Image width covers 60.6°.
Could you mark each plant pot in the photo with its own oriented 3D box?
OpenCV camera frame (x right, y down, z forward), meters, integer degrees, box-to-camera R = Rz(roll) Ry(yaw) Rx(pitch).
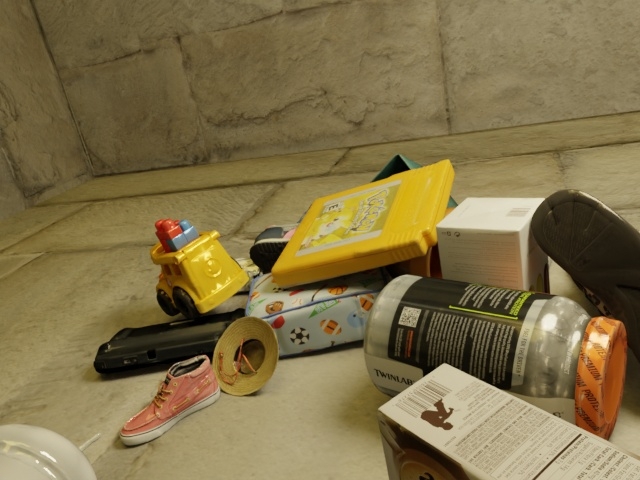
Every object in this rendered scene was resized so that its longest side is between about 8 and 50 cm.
[{"bbox_3d":[0.232,0.035,1.099,0.205,0.205,0.188,-22,14,-27],"label":"plant pot"},{"bbox_3d":[0.236,-0.075,1.322,0.234,0.165,0.166,6,44,-50],"label":"plant pot"}]

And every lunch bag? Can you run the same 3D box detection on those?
[{"bbox_3d":[0.005,0.119,1.108,0.303,0.115,0.243,-11,18,3],"label":"lunch bag"}]

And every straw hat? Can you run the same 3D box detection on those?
[{"bbox_3d":[-0.120,0.211,0.988,0.144,0.144,0.061,1,-16,30],"label":"straw hat"}]

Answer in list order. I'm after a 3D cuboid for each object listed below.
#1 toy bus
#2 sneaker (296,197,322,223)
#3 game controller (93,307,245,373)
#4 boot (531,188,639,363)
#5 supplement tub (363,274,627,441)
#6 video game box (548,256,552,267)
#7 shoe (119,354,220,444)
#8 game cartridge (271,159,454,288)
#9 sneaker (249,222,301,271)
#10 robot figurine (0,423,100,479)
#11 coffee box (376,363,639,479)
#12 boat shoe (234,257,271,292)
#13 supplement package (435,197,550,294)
[{"bbox_3d":[-0.293,0.045,1.177,0.220,0.211,0.149,-5,28,50],"label":"toy bus"},{"bbox_3d":[0.044,0.009,1.392,0.147,0.130,0.330,-43,37,-14],"label":"sneaker"},{"bbox_3d":[-0.296,0.205,1.132,0.319,0.067,0.166,-10,6,3],"label":"game controller"},{"bbox_3d":[0.495,0.087,0.828,0.377,0.138,0.284,50,20,25],"label":"boot"},{"bbox_3d":[0.236,0.159,0.765,0.316,0.193,0.193,6,27,40],"label":"supplement tub"},{"bbox_3d":[0.417,0.026,1.223,0.187,0.048,0.205,-1,23,31],"label":"video game box"},{"bbox_3d":[-0.256,0.261,0.912,0.178,0.081,0.063,-24,24,-30],"label":"shoe"},{"bbox_3d":[0.088,-0.037,1.075,0.324,0.052,0.285,-17,27,31],"label":"game cartridge"},{"bbox_3d":[0.000,0.000,1.275,0.319,0.112,0.131,3,36,14],"label":"sneaker"},{"bbox_3d":[-0.378,0.345,0.591,0.300,0.200,0.353,-5,22,12],"label":"robot figurine"},{"bbox_3d":[0.206,0.267,0.538,0.119,0.168,0.297,-24,25,-30],"label":"coffee box"},{"bbox_3d":[-0.155,0.080,1.325,0.226,0.083,0.076,-17,20,-16],"label":"boat shoe"},{"bbox_3d":[0.292,0.065,0.904,0.134,0.244,0.139,4,27,37],"label":"supplement package"}]
